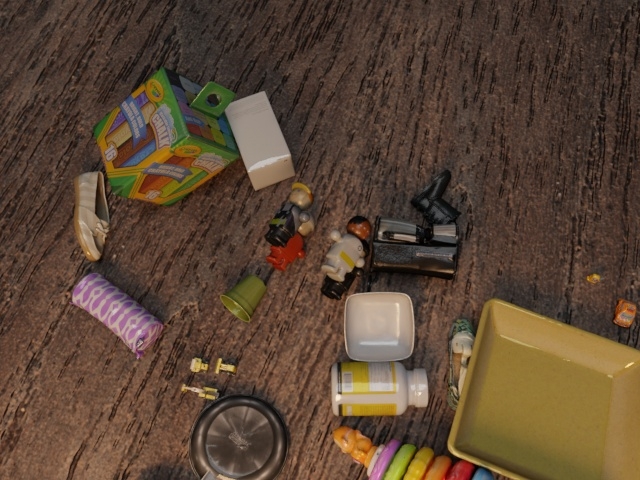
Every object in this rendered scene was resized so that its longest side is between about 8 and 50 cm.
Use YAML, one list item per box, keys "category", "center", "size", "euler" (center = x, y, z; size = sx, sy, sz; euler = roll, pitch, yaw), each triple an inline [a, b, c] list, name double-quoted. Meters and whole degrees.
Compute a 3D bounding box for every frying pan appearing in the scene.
- category: "frying pan"
  center: [-0.211, 0.417, 1.101]
  size: [0.326, 0.053, 0.197]
  euler: [-24, 67, -23]

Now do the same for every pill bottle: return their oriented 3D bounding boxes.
- category: "pill bottle"
  center: [0.114, 0.290, 1.136]
  size: [0.184, 0.103, 0.103]
  euler: [-1, 71, 2]

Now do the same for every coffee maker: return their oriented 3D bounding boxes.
- category: "coffee maker"
  center: [0.194, 0.037, 1.223]
  size: [0.178, 0.120, 0.171]
  euler: [7, 113, 6]

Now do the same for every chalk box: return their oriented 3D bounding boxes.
- category: "chalk box"
  center: [-0.304, -0.227, 1.233]
  size: [0.288, 0.180, 0.179]
  euler: [-31, 71, 23]

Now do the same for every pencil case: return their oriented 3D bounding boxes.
- category: "pencil case"
  center: [-0.428, 0.155, 1.222]
  size: [0.206, 0.086, 0.088]
  euler: [36, 104, 15]

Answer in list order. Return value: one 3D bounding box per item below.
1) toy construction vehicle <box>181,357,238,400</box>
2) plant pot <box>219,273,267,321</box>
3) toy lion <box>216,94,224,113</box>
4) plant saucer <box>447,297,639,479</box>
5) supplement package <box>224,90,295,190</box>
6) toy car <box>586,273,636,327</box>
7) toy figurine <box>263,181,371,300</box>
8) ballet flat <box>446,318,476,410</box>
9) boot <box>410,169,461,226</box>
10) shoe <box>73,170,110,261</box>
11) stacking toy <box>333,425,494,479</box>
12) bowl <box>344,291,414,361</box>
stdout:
- category: "toy construction vehicle"
  center: [-0.228, 0.281, 1.191]
  size: [0.098, 0.035, 0.086]
  euler: [13, 73, 7]
- category: "plant pot"
  center: [-0.156, 0.116, 1.228]
  size: [0.083, 0.083, 0.079]
  euler: [34, 63, 13]
- category: "toy lion"
  center: [-0.238, -0.275, 1.348]
  size: [0.034, 0.100, 0.096]
  euler: [-17, 56, -25]
- category: "plant saucer"
  center: [0.428, 0.313, 1.096]
  size: [0.332, 0.081, 0.333]
  euler: [20, 59, 9]
- category: "supplement package"
  center: [-0.138, -0.226, 1.320]
  size: [0.105, 0.105, 0.180]
  euler: [-21, 71, -5]
- category: "toy car"
  center: [0.601, 0.124, 1.201]
  size: [0.122, 0.040, 0.060]
  euler: [38, 77, 13]
- category: "toy figurine"
  center: [0.000, 0.000, 1.185]
  size: [0.212, 0.210, 0.148]
  euler: [28, 69, 11]
- category: "ballet flat"
  center: [0.290, 0.246, 1.163]
  size: [0.070, 0.070, 0.189]
  euler: [3, 71, 4]
- category: "boot"
  center: [0.271, -0.086, 1.285]
  size: [0.121, 0.045, 0.099]
  euler: [-42, 72, -3]
- category: "shoe"
  center: [-0.508, -0.059, 1.297]
  size: [0.058, 0.076, 0.219]
  euler: [-15, 69, 3]
- category: "stacking toy"
  center: [0.150, 0.433, 1.075]
  size: [0.301, 0.175, 0.166]
  euler: [24, 80, 23]
- category: "bowl"
  center: [0.119, 0.173, 1.187]
  size: [0.141, 0.053, 0.142]
  euler: [-1, 92, 2]
